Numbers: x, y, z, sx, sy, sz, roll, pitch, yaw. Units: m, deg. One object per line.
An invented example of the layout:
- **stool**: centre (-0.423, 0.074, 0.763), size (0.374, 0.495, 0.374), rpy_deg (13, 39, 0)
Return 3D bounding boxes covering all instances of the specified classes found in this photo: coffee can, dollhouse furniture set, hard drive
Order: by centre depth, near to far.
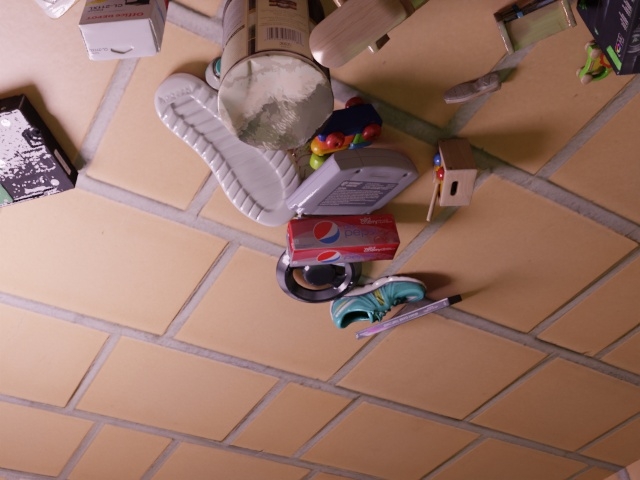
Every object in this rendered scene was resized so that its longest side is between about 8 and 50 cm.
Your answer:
- **dollhouse furniture set**: centre (-0.044, -0.453, 1.160), size (0.256, 0.362, 0.394), rpy_deg (-32, 102, 24)
- **coffee can**: centre (-0.084, -0.328, 1.327), size (0.201, 0.275, 0.202), rpy_deg (-2, 136, -2)
- **dollhouse furniture set**: centre (0.376, -0.469, 1.353), size (0.129, 0.129, 0.184), rpy_deg (-21, 110, 17)
- **hard drive**: centre (-0.739, -0.174, 1.583), size (0.338, 0.064, 0.237), rpy_deg (-14, 135, 9)

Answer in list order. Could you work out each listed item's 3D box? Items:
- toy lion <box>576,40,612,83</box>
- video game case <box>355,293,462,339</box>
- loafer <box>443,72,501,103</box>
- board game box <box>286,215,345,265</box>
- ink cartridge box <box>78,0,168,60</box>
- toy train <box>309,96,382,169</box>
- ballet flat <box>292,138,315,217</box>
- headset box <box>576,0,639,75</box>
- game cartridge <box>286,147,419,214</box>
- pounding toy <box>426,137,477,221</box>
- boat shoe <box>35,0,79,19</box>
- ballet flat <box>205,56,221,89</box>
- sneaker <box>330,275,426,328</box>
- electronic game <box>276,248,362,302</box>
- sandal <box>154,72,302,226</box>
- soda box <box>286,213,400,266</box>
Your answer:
- **toy lion**: centre (0.595, -0.379, 1.514), size (0.096, 0.034, 0.100), rpy_deg (-6, 137, -10)
- **video game case**: centre (0.249, 0.211, 2.019), size (0.274, 0.026, 0.196), rpy_deg (-22, 171, 18)
- **loafer**: centre (0.326, -0.315, 1.546), size (0.125, 0.045, 0.039), rpy_deg (-20, 141, 12)
- **board game box**: centre (0.000, 0.000, 1.823), size (0.154, 0.026, 0.103), rpy_deg (12, 105, -16)
- **ink cartridge box**: centre (-0.347, -0.404, 1.296), size (0.127, 0.175, 0.072), rpy_deg (-5, 136, 0)
- **toy train**: centre (0.001, -0.205, 1.543), size (0.248, 0.105, 0.143), rpy_deg (-16, 148, -22)
- **ballet flat**: centre (-0.033, -0.144, 1.667), size (0.091, 0.077, 0.241), rpy_deg (6, 135, -13)
- **headset box**: centre (0.565, -0.462, 1.267), size (0.131, 0.246, 0.283), rpy_deg (-6, 137, 1)
- **game cartridge**: centre (0.084, -0.129, 1.619), size (0.294, 0.060, 0.196), rpy_deg (-2, 153, -49)
- **pounding toy**: centre (0.291, -0.138, 1.662), size (0.100, 0.130, 0.141), rpy_deg (-2, 136, -3)
- **boat shoe**: centre (-0.414, -0.494, 1.254), size (0.277, 0.098, 0.096), rpy_deg (-30, 132, 25)
- **ballet flat**: centre (-0.137, -0.315, 1.499), size (0.213, 0.072, 0.068), rpy_deg (20, 158, -23)
- **sneaker**: centre (0.162, 0.178, 1.996), size (0.275, 0.110, 0.107), rpy_deg (-17, 135, 11)
- **electronic game**: centre (-0.004, 0.080, 1.922), size (0.229, 0.048, 0.229), rpy_deg (-4, 129, -5)
- **sandal**: centre (-0.182, -0.207, 1.581), size (0.169, 0.102, 0.416), rpy_deg (-36, 117, 9)
- **soda box**: centre (0.053, -0.001, 1.754), size (0.263, 0.092, 0.083), rpy_deg (-4, 149, -11)
